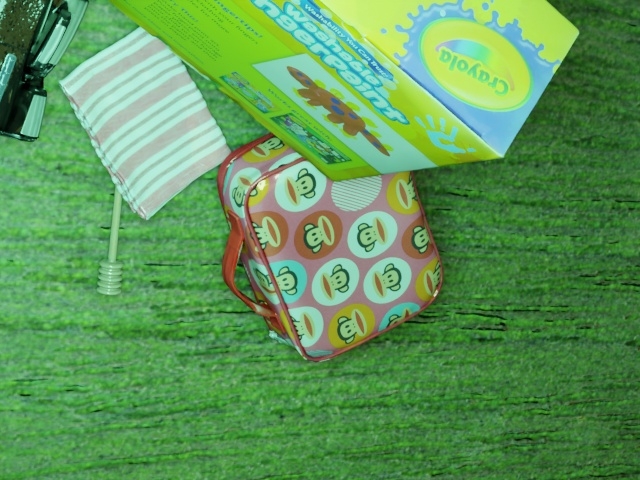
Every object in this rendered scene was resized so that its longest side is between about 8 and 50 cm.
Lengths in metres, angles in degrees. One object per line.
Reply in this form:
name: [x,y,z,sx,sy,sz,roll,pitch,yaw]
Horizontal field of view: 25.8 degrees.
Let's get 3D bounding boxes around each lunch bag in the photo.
lunch bag: [0.000,0.000,1.702,0.258,0.120,0.293,-28,123,-16]

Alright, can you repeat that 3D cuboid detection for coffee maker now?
coffee maker: [-0.347,-0.212,1.470,0.171,0.120,0.178,24,96,-8]

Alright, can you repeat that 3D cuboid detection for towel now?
towel: [-0.195,-0.139,1.598,0.144,0.029,0.197,-39,122,-21]

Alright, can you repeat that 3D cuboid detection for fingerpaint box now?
fingerpaint box: [-0.031,-0.260,1.383,0.445,0.371,0.163,38,74,-18]

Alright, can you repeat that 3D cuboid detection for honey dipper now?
honey dipper: [-0.241,-0.016,1.636,0.030,0.030,0.160,-1,106,-26]
